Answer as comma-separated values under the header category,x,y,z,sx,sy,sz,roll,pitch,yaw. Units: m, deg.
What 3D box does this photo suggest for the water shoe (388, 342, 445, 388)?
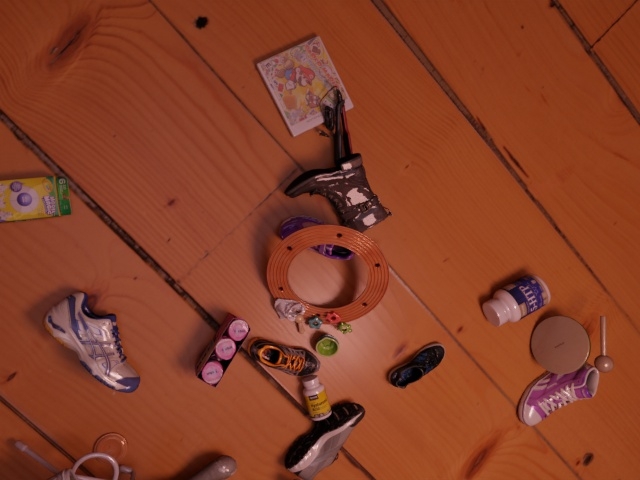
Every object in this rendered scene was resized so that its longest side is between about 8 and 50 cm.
category,x,y,z,sx,sy,sz,roll,pitch,yaw
water shoe,0.303,0.384,1.591,0.203,0.080,0.072,-31,99,-13

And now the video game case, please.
category,x,y,z,sx,sy,sz,roll,pitch,yaw
video game case,-0.042,-0.441,1.519,0.206,0.026,0.226,-29,98,-13

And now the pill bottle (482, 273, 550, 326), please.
category,x,y,z,sx,sy,sz,roll,pitch,yaw
pill bottle,0.608,0.191,1.656,0.187,0.112,0.111,-26,97,-13

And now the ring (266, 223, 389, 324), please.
category,x,y,z,sx,sy,sz,roll,pitch,yaw
ring,0.021,0.096,1.457,0.337,0.032,0.336,1,121,1

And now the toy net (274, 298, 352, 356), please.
category,x,y,z,sx,sy,sz,roll,pitch,yaw
toy net,-0.025,0.231,1.496,0.232,0.045,0.122,37,113,-17

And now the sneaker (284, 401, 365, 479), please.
category,x,y,z,sx,sy,sz,roll,pitch,yaw
sneaker,0.025,0.572,1.519,0.271,0.100,0.108,-42,110,-5

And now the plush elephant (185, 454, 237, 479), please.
category,x,y,z,sx,sy,sz,roll,pitch,yaw
plush elephant,-0.337,0.758,1.328,0.330,0.272,0.255,-39,76,12

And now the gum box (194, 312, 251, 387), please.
category,x,y,z,sx,sy,sz,roll,pitch,yaw
gum box,-0.260,0.287,1.426,0.062,0.107,0.188,33,82,-13

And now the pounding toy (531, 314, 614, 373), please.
category,x,y,z,sx,sy,sz,roll,pitch,yaw
pounding toy,0.802,0.332,1.674,0.110,0.237,0.182,17,70,-41

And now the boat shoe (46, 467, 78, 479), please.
category,x,y,z,sx,sy,sz,roll,pitch,yaw
boat shoe,-0.537,0.677,1.218,0.103,0.118,0.320,-31,93,-3

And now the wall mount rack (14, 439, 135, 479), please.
category,x,y,z,sx,sy,sz,roll,pitch,yaw
wall mount rack,-0.647,0.655,1.316,0.304,0.130,0.349,21,89,-18

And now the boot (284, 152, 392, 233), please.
category,x,y,z,sx,sy,sz,roll,pitch,yaw
boot,0.053,-0.104,1.514,0.263,0.091,0.228,-22,111,4

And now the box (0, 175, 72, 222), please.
category,x,y,z,sx,sy,sz,roll,pitch,yaw
box,-0.727,-0.103,1.331,0.179,0.043,0.105,-8,93,-16

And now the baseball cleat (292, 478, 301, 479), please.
category,x,y,z,sx,sy,sz,roll,pitch,yaw
baseball cleat,-0.015,0.718,1.503,0.109,0.072,0.205,-34,127,-21

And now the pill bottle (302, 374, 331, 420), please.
category,x,y,z,sx,sy,sz,roll,pitch,yaw
pill bottle,-0.014,0.447,1.516,0.065,0.065,0.116,-18,95,-14

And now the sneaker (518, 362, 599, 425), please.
category,x,y,z,sx,sy,sz,roll,pitch,yaw
sneaker,0.758,0.486,1.675,0.282,0.161,0.102,-45,103,-9

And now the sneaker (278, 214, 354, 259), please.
category,x,y,z,sx,sy,sz,roll,pitch,yaw
sneaker,0.000,0.000,1.478,0.237,0.104,0.095,14,111,-6

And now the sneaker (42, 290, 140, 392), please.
category,x,y,z,sx,sy,sz,roll,pitch,yaw
sneaker,-0.552,0.257,1.346,0.131,0.112,0.296,-45,102,-11

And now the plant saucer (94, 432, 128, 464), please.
category,x,y,z,sx,sy,sz,roll,pitch,yaw
plant saucer,-0.552,0.550,1.399,0.084,0.013,0.083,0,90,-15

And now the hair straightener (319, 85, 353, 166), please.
category,x,y,z,sx,sy,sz,roll,pitch,yaw
hair straightener,0.041,-0.321,1.513,0.089,0.047,0.230,-11,106,-19

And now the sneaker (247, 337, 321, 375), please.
category,x,y,z,sx,sy,sz,roll,pitch,yaw
sneaker,-0.097,0.334,1.483,0.215,0.083,0.084,17,85,-16
